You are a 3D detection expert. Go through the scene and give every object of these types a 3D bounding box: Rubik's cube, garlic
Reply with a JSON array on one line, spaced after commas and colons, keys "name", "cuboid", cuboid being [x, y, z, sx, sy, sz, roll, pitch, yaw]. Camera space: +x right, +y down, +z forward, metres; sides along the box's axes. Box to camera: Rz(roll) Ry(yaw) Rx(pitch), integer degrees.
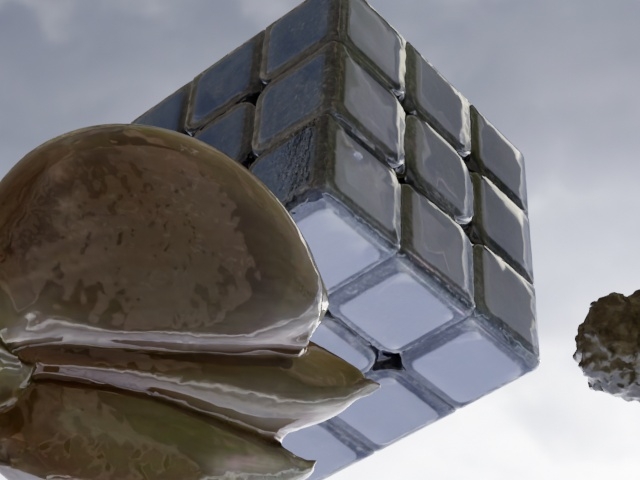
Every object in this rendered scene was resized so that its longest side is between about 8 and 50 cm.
[{"name": "Rubik's cube", "cuboid": [0.000, 0.000, 1.512, 0.301, 0.304, 0.305, -30, -143, 30]}, {"name": "garlic", "cuboid": [-0.130, 0.055, 1.125, 0.325, 0.279, 0.132, 3, 169, -28]}]

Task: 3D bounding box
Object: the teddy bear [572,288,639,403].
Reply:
[{"name": "teddy bear", "cuboid": [0.235, 0.082, 0.820, 0.129, 0.182, 0.251, 10, -145, -17]}]
